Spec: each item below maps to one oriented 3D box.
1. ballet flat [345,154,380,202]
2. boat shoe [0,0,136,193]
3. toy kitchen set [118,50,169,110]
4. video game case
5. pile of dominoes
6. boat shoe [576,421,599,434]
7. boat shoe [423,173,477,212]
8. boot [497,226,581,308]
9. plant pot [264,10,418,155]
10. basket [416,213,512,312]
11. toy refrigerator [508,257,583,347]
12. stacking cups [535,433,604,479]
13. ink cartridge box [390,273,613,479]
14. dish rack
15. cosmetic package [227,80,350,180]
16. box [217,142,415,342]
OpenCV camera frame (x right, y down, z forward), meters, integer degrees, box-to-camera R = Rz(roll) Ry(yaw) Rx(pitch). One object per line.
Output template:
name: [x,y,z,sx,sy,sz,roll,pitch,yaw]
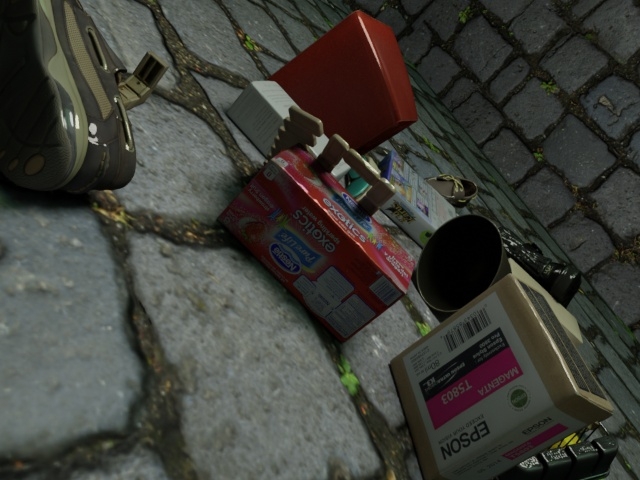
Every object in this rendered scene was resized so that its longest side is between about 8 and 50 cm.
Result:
ballet flat: [0.099,-0.113,1.151,0.086,0.086,0.248,40,26,-14]
boat shoe: [-0.304,-0.193,0.616,0.130,0.132,0.355,22,42,-58]
toy kitchen set: [-0.274,-0.235,0.750,0.068,0.075,0.083,41,22,-10]
video game case: [0.241,-0.091,1.346,0.244,0.061,0.269,42,26,-11]
pile of dominoes: [0.010,-0.107,0.842,0.196,0.251,0.040,44,67,0]
boat shoe: [0.553,0.393,1.152,0.135,0.050,0.045,22,37,-24]
boat shoe: [0.383,-0.150,1.607,0.324,0.097,0.116,2,51,-56]
boot: [0.622,0.097,1.587,0.260,0.131,0.348,32,-10,31]
plant pot: [0.076,-0.330,1.244,0.235,0.267,0.267,61,26,0]
basket: [0.320,0.063,1.136,0.154,0.204,0.227,33,6,30]
toy refrigerator: [0.556,0.180,1.410,0.269,0.094,0.102,40,32,-12]
stacking cups: [0.457,0.451,0.861,0.096,0.096,0.316,12,42,-50]
ink cartridge box: [0.222,0.191,0.714,0.088,0.235,0.193,30,30,-31]
dish rack: [0.328,0.262,0.877,0.208,0.074,0.271,-3,39,-19]
cosmetic package: [-0.054,-0.190,1.014,0.231,0.085,0.117,46,26,1]
box: [0.000,0.000,0.771,0.257,0.128,0.122,45,26,-3]
